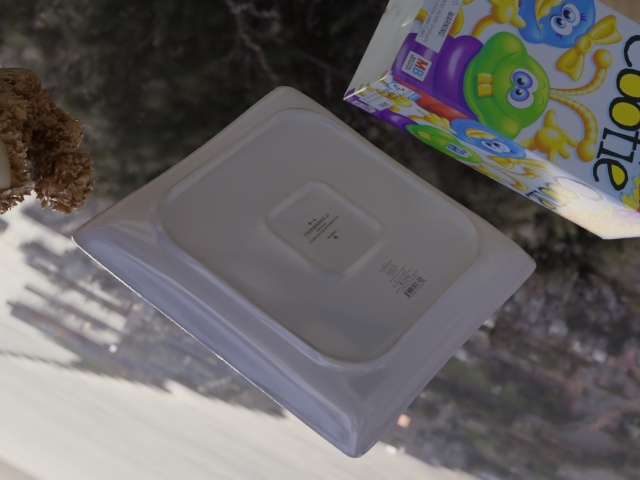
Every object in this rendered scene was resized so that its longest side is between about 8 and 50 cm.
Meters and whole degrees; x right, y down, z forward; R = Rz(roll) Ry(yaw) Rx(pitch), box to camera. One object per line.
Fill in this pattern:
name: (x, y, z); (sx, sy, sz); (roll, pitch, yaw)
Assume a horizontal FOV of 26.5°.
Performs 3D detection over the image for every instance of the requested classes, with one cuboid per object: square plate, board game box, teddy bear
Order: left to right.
teddy bear: (-0.310, -0.072, 1.159); (0.245, 0.113, 0.338); (-2, -165, -17)
square plate: (0.000, 0.000, 1.323); (0.344, 0.347, 0.049); (36, 137, 15)
board game box: (0.184, -0.125, 1.146); (0.275, 0.142, 0.144); (27, 172, -11)
